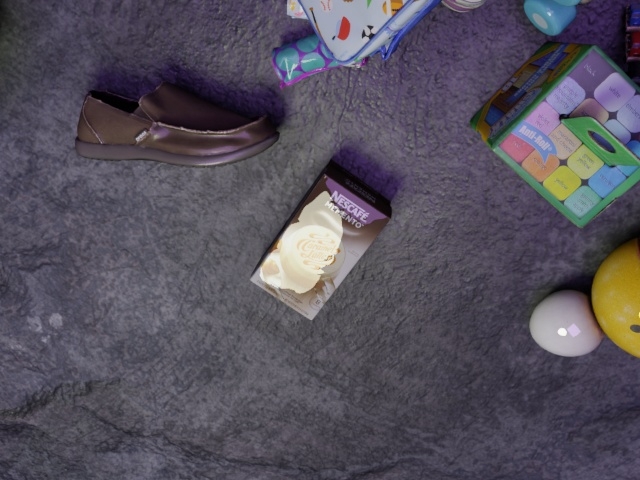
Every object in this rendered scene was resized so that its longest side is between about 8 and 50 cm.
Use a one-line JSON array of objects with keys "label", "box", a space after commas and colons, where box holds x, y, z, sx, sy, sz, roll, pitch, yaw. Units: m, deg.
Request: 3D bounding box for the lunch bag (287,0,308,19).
[{"label": "lunch bag", "box": [-0.016, -0.392, 0.882, 0.071, 0.053, 0.083, 6, 102, 4]}]

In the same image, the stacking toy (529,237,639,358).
[{"label": "stacking toy", "box": [0.573, 0.092, 0.893, 0.480, 0.350, 0.351, -28, 105, 35]}]

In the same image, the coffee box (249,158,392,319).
[{"label": "coffee box", "box": [0.000, 0.000, 1.006, 0.141, 0.098, 0.246, 33, 112, -6]}]

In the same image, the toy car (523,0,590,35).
[{"label": "toy car", "box": [0.325, -0.453, 0.748, 0.219, 0.210, 0.238, -44, 82, 9]}]

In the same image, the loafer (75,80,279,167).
[{"label": "loafer", "box": [-0.252, -0.201, 0.944, 0.365, 0.134, 0.130, 2, 112, 7]}]

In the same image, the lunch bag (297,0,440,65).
[{"label": "lunch bag", "box": [0.069, -0.377, 0.719, 0.243, 0.115, 0.303, 56, 151, -4]}]

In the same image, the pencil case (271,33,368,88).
[{"label": "pencil case", "box": [0.000, -0.299, 0.908, 0.151, 0.064, 0.070, -12, 84, 13]}]

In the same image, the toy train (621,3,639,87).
[{"label": "toy train", "box": [0.460, -0.286, 0.820, 0.027, 0.036, 0.158, 6, 72, 12]}]

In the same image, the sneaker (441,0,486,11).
[{"label": "sneaker", "box": [0.139, -0.441, 0.783, 0.282, 0.161, 0.102, 39, 113, -6]}]

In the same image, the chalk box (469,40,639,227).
[{"label": "chalk box", "box": [0.353, -0.153, 0.793, 0.180, 0.289, 0.179, 40, 111, -8]}]
